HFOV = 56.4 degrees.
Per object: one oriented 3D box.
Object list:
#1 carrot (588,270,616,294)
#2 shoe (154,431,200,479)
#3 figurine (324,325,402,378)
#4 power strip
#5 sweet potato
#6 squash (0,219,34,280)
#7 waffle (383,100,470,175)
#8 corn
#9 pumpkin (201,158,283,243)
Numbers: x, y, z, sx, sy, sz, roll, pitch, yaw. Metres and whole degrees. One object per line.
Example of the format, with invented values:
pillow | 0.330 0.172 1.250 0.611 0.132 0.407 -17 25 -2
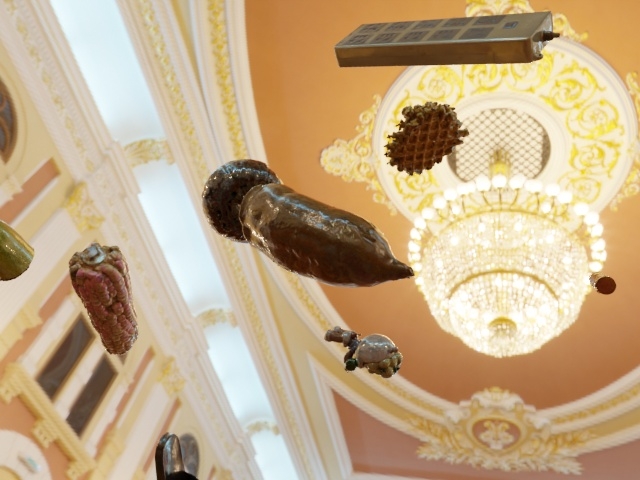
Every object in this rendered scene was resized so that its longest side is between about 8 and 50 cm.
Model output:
carrot | 0.686 0.101 1.471 0.048 0.139 0.048 1 -85 12
shoe | -0.213 0.379 0.916 0.049 0.071 0.179 3 -69 15
figurine | 0.099 0.258 1.384 0.197 0.147 0.093 7 -70 41
power strip | 0.191 -0.316 0.946 0.367 0.106 0.043 10 -46 35
sweet potato | 0.000 0.000 1.086 0.370 0.158 0.157 22 -38 42
squash | -0.797 0.009 1.447 0.123 0.123 0.186 3 -31 15
waffle | 0.242 -0.245 1.418 0.197 0.070 0.193 14 -54 -40
corn | -0.494 0.148 1.398 0.127 0.126 0.335 9 -46 9
pumpkin | -0.199 -0.102 1.588 0.233 0.163 0.233 -8 -70 -22
